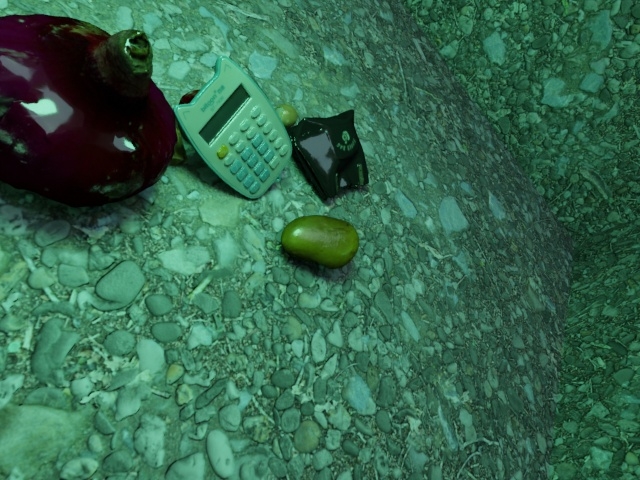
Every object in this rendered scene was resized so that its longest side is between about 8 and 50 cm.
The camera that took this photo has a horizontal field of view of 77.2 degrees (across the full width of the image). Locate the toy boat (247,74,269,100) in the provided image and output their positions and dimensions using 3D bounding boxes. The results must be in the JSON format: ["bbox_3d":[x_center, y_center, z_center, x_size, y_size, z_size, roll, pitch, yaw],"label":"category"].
[{"bbox_3d":[-0.215,-0.386,1.234,0.276,0.111,0.293,19,47,-59],"label":"toy boat"}]

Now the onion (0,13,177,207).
[{"bbox_3d":[-0.447,-0.293,0.795,0.399,0.420,0.397,32,42,-35],"label":"onion"}]

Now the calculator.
[{"bbox_3d":[-0.218,-0.286,1.112,0.256,0.055,0.386,-55,136,-13],"label":"calculator"}]

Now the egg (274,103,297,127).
[{"bbox_3d":[-0.120,-0.430,1.389,0.097,0.080,0.080,-5,70,-50],"label":"egg"}]

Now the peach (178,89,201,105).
[{"bbox_3d":[-0.328,-0.355,1.144,0.172,0.127,0.092,13,27,-48],"label":"peach"}]

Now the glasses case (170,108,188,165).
[{"bbox_3d":[-0.415,-0.285,1.086,0.065,0.041,0.169,-2,67,-53],"label":"glasses case"}]

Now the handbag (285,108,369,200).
[{"bbox_3d":[0.048,-0.304,1.428,0.342,0.152,0.287,-29,99,-45],"label":"handbag"}]

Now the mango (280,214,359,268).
[{"bbox_3d":[0.000,0.000,1.223,0.262,0.130,0.167,13,64,-28],"label":"mango"}]

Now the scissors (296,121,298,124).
[{"bbox_3d":[-0.095,-0.450,1.472,0.036,0.006,0.083,-22,83,-47],"label":"scissors"}]
